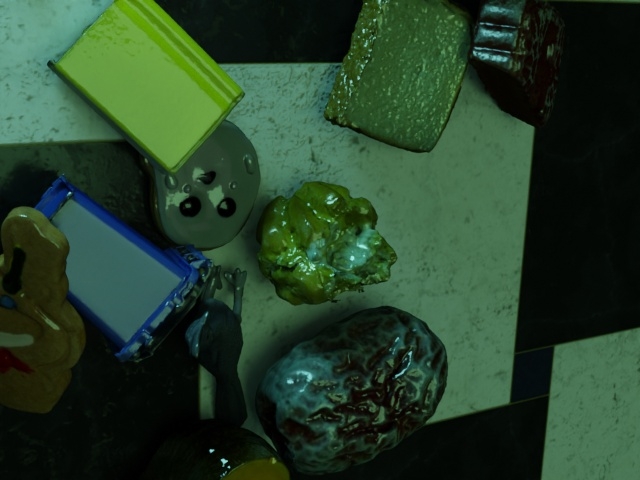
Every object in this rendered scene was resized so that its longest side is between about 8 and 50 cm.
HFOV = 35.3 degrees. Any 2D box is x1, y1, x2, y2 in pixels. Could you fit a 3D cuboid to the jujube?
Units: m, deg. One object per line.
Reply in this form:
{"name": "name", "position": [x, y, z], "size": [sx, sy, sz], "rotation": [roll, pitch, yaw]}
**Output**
{"name": "jujube", "position": [0.050, 0.239, 1.594], "size": [0.317, 0.226, 0.226], "rotation": [-29, 117, -28]}

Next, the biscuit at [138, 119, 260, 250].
{"name": "biscuit", "position": [-0.167, -0.082, 1.464], "size": [0.181, 0.049, 0.208], "rotation": [-15, 109, -27]}

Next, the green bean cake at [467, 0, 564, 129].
{"name": "green bean cake", "position": [0.323, -0.297, 1.638], "size": [0.233, 0.097, 0.198], "rotation": [4, 99, -61]}

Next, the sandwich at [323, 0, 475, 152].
{"name": "sandwich", "position": [0.127, -0.275, 1.572], "size": [0.226, 0.087, 0.251], "rotation": [15, 97, -36]}

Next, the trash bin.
{"name": "trash bin", "position": [-0.285, 0.028, 1.359], "size": [0.234, 0.162, 0.184], "rotation": [43, 84, -26]}

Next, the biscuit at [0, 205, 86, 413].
{"name": "biscuit", "position": [-0.400, 0.096, 1.283], "size": [0.047, 0.202, 0.333], "rotation": [-69, 165, -52]}

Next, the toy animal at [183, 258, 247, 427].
{"name": "toy animal", "position": [-0.151, 0.134, 1.479], "size": [0.081, 0.367, 0.205], "rotation": [1, 65, 4]}

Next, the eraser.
{"name": "eraser", "position": [-0.229, -0.213, 1.348], "size": [0.226, 0.069, 0.158], "rotation": [44, 77, -21]}

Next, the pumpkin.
{"name": "pumpkin", "position": [-0.202, 0.406, 1.500], "size": [0.317, 0.139, 0.222], "rotation": [-49, 130, 3]}

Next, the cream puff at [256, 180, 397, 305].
{"name": "cream puff", "position": [-0.004, 0.001, 1.525], "size": [0.221, 0.195, 0.194], "rotation": [-13, 111, -48]}
